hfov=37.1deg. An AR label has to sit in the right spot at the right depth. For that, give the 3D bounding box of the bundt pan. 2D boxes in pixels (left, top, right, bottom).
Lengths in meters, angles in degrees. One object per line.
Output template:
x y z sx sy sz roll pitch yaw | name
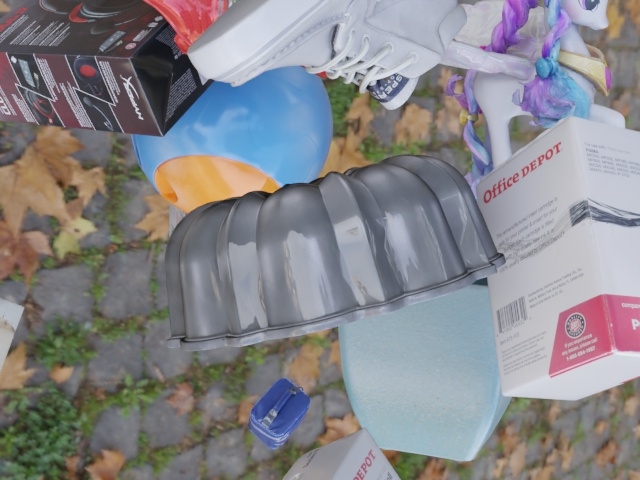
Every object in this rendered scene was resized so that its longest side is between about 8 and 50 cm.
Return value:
0.000 0.000 0.907 0.331 0.331 0.124 -19 95 -45 | bundt pan

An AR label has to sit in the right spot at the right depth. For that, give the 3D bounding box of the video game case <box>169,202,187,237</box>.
-0.209 -0.006 1.565 0.023 0.183 0.201 -13 134 -24 | video game case

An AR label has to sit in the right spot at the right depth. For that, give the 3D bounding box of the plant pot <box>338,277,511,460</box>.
0.165 0.168 1.351 0.247 0.248 0.252 -7 101 -70 | plant pot

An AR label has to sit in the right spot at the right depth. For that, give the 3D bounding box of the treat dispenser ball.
-0.126 -0.167 1.368 0.288 0.288 0.288 -14 109 -46 | treat dispenser ball

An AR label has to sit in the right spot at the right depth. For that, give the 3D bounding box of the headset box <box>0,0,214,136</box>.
-0.264 -0.239 1.154 0.218 0.293 0.110 -56 142 -37 | headset box

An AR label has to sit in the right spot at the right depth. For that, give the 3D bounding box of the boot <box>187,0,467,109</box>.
0.025 -0.142 0.654 0.258 0.095 0.123 -46 113 -39 | boot

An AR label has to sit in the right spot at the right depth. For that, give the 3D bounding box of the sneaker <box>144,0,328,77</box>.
-0.102 -0.243 1.021 0.279 0.107 0.118 27 118 -22 | sneaker

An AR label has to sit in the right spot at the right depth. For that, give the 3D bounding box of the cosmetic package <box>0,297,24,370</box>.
-0.605 0.222 1.492 0.160 0.113 0.309 26 71 -34 | cosmetic package

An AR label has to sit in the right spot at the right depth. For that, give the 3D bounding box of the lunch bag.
-0.060 0.259 1.449 0.098 0.067 0.065 -47 167 -30 | lunch bag

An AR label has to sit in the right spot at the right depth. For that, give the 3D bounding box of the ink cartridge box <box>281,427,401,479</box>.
0.041 0.310 0.893 0.212 0.093 0.154 55 29 -4 | ink cartridge box

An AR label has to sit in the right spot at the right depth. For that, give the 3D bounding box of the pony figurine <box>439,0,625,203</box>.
0.240 -0.197 1.189 0.303 0.351 0.363 -32 119 -47 | pony figurine

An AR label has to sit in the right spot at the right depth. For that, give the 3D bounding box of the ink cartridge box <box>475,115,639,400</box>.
0.250 0.022 0.946 0.100 0.172 0.237 7 65 -24 | ink cartridge box
